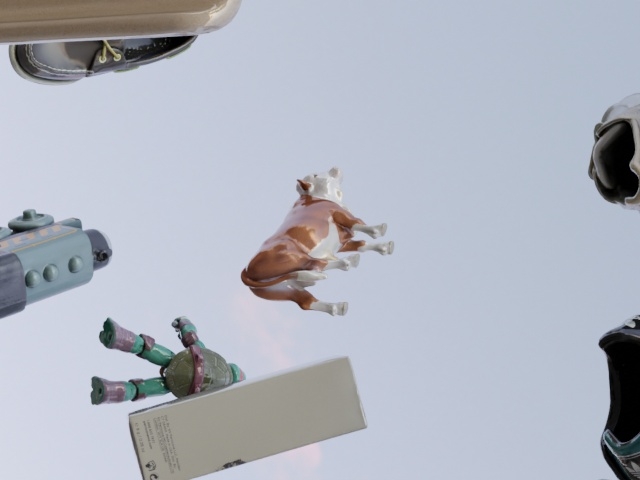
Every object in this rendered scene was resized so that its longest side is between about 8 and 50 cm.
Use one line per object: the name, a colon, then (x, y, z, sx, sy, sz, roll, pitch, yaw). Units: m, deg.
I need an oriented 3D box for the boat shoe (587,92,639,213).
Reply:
boat shoe: (0.332, -0.094, 1.271, 0.302, 0.103, 0.113, -108, -162, -76)

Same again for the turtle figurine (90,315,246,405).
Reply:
turtle figurine: (-0.188, 0.181, 1.666, 0.118, 0.234, 0.175, -27, -124, 52)

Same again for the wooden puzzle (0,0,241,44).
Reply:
wooden puzzle: (-0.171, -0.296, 0.922, 0.322, 0.080, 0.348, 2, -105, 27)

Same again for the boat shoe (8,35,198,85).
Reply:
boat shoe: (-0.231, -0.222, 1.340, 0.068, 0.227, 0.081, -2, -76, 44)

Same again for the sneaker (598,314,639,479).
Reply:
sneaker: (0.301, 0.211, 1.054, 0.108, 0.121, 0.302, -30, -118, 46)

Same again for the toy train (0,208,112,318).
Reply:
toy train: (-0.489, 0.044, 1.951, 0.190, 0.334, 0.142, 10, -71, 37)

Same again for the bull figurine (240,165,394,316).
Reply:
bull figurine: (0.000, 0.000, 1.907, 0.188, 0.310, 0.101, 13, -49, 22)

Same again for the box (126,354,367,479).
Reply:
box: (-0.091, 0.217, 1.481, 0.113, 0.275, 0.094, 151, -75, -80)

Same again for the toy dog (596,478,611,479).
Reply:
toy dog: (0.329, 0.458, 1.325, 0.284, 0.395, 0.408, -136, -121, -64)
